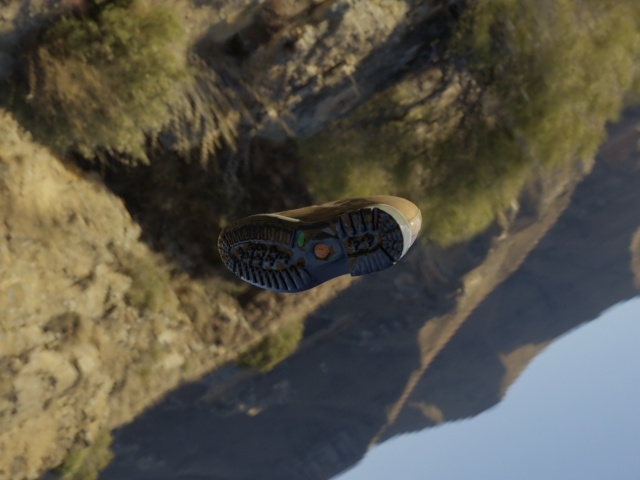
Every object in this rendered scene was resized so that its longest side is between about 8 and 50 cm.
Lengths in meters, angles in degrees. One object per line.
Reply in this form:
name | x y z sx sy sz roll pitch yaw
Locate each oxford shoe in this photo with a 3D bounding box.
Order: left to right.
oxford shoe | 0.000 0.000 0.971 0.227 0.083 0.096 -4 -163 30
